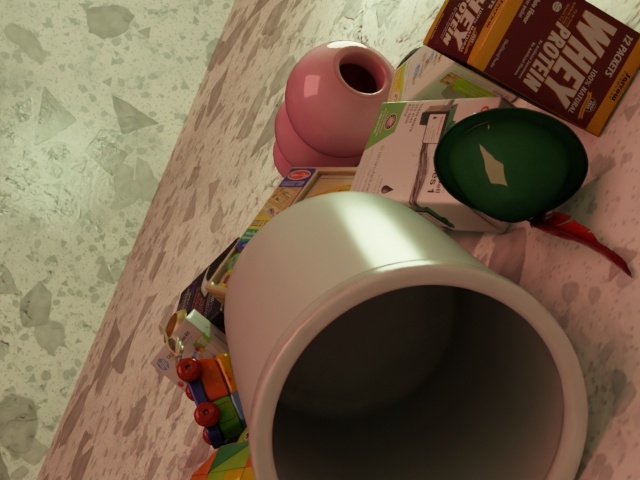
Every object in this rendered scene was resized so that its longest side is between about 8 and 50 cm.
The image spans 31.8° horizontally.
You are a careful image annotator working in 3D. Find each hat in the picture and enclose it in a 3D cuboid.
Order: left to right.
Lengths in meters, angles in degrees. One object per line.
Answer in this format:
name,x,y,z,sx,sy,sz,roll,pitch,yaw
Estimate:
hat,0.211,-0.030,1.249,0.208,0.173,0.183,-37,29,44

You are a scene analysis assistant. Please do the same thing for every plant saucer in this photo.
plant saucer,-0.276,0.166,2.115,0.083,0.015,0.083,-52,25,36

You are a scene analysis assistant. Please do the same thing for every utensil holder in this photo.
utensil holder,0.065,0.130,1.224,0.327,0.328,0.385,-61,16,9

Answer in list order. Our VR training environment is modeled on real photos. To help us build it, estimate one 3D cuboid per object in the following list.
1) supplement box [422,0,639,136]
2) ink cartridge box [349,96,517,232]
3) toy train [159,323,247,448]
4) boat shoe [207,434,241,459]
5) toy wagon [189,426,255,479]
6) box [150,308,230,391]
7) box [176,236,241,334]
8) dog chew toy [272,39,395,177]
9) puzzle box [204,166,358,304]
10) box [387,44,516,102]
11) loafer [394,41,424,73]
supplement box,0.259,-0.243,1.376,0.129,0.191,0.194,-61,19,10
ink cartridge box,0.162,-0.102,1.502,0.219,0.092,0.160,3,68,48
toy train,-0.168,0.212,1.892,0.105,0.143,0.248,83,164,-59
boat shoe,-0.180,0.421,1.878,0.219,0.078,0.070,-62,17,2
toy wagon,-0.137,0.397,1.720,0.267,0.068,0.344,-21,38,47
box,-0.193,0.228,1.993,0.145,0.186,0.038,-49,1,37
box,-0.164,0.138,2.097,0.270,0.143,0.165,-41,31,51
dog chew toy,0.013,-0.206,2.010,0.332,0.207,0.206,127,160,-55
puzzle box,0.000,0.000,1.757,0.272,0.052,0.409,-55,28,-18
box,0.194,-0.231,1.657,0.203,0.114,0.103,-36,35,56
loafer,0.223,-0.299,1.741,0.267,0.096,0.084,-24,23,53
